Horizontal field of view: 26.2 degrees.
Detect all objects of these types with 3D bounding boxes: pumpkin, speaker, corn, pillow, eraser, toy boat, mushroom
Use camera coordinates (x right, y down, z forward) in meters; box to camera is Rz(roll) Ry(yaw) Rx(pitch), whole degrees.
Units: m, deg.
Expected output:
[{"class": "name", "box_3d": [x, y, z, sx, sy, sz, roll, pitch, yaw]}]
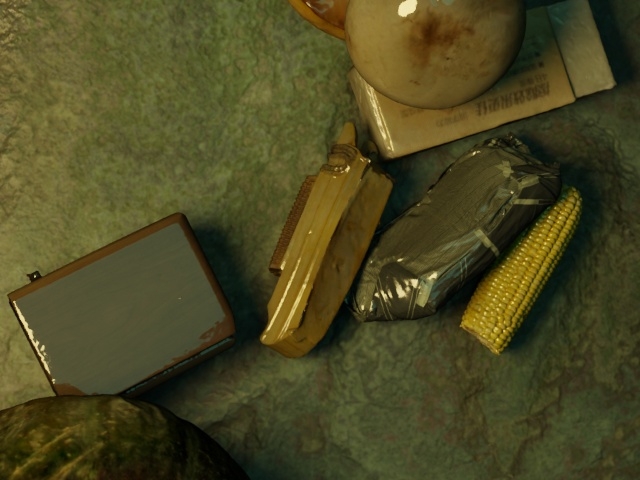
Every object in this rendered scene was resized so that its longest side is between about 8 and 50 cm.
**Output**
[{"class": "pumpkin", "box_3d": [-0.273, 0.376, 1.528, 0.454, 0.344, 0.455, -4, 114, -8]}, {"class": "speaker", "box_3d": [-0.241, 0.092, 1.684, 0.230, 0.153, 0.193, -26, 89, -13]}, {"class": "corn", "box_3d": [0.270, 0.033, 1.836, 0.081, 0.081, 0.248, 34, 78, -7]}, {"class": "pillow", "box_3d": [0.167, -0.012, 1.798, 0.335, 0.161, 0.093, -43, 134, -11]}, {"class": "eraser", "box_3d": [0.217, -0.218, 1.852, 0.343, 0.078, 0.144, -17, 89, -14]}, {"class": "toy boat", "box_3d": [0.000, 0.000, 1.767, 0.089, 0.115, 0.310, 30, 80, -46]}, {"class": "mushroom", "box_3d": [0.141, -0.274, 1.709, 0.226, 0.226, 0.178, 4, 47, -12]}]

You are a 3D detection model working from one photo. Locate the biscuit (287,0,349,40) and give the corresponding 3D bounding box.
[{"class": "biscuit", "box_3d": [0.065, -0.405, 1.820, 0.296, 0.102, 0.296, 0, 89, -17]}]
